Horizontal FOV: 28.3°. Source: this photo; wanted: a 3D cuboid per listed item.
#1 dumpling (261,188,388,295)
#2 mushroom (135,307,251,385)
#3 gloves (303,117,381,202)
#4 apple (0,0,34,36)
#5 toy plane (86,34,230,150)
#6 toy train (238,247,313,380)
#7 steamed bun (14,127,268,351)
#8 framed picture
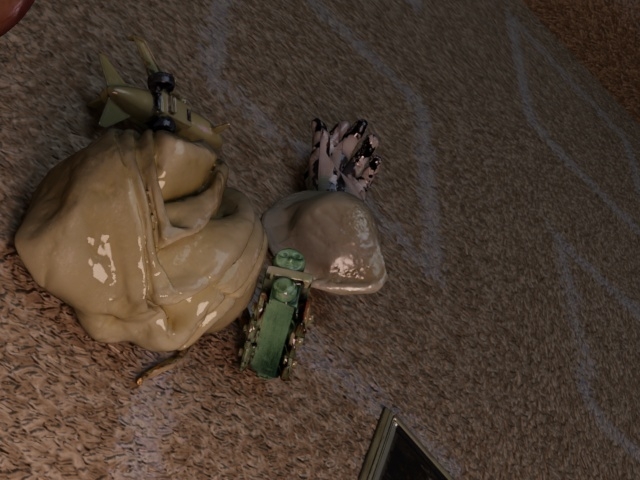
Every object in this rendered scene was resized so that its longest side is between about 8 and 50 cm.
[{"bbox_3d":[0.002,0.003,1.880,0.166,0.126,0.216,-17,73,-22],"label":"dumpling"},{"bbox_3d":[-0.157,0.127,1.575,0.286,0.028,0.026,-27,123,-63],"label":"mushroom"},{"bbox_3d":[0.027,-0.114,2.074,0.127,0.111,0.212,18,39,-10],"label":"gloves"},{"bbox_3d":[-0.455,-0.357,1.432,0.306,0.235,0.306,39,28,-25],"label":"apple"},{"bbox_3d":[-0.217,-0.171,1.762,0.244,0.092,0.229,18,58,-45],"label":"toy plane"},{"bbox_3d":[-0.053,0.093,1.606,0.080,0.194,0.125,12,49,-4],"label":"toy train"},{"bbox_3d":[-0.178,-0.006,1.492,0.289,0.203,0.276,42,29,-23],"label":"steamed bun"},{"bbox_3d":[0.167,0.393,1.777,0.296,0.019,0.232,48,27,-11],"label":"framed picture"}]
